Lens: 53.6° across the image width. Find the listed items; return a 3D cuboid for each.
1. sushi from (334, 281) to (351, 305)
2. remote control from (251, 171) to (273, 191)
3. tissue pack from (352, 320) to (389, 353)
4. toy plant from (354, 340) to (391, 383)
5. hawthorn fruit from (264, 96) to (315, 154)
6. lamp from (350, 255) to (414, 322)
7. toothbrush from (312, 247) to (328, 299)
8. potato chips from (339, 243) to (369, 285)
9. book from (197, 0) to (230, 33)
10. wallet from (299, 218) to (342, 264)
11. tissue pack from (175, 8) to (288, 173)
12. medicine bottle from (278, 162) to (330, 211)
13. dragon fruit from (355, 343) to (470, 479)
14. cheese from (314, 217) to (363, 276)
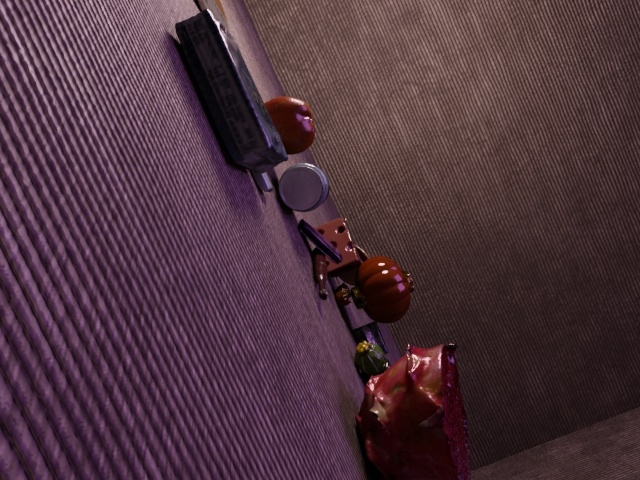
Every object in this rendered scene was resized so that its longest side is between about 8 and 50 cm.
[{"bbox_3d":[0.073,0.171,2.027,0.052,0.055,0.120,59,5,-7],"label":"sushi"},{"bbox_3d":[-0.157,-0.189,1.504,0.061,0.029,0.162,-43,109,-85],"label":"remote control"},{"bbox_3d":[0.162,0.327,2.058,0.079,0.085,0.110,44,24,-72],"label":"tissue pack"},{"bbox_3d":[0.152,0.359,1.827,0.162,0.093,0.092,60,8,-30],"label":"toy plant"},{"bbox_3d":[-0.106,-0.338,1.848,0.189,0.189,0.189,-24,90,-84],"label":"hawthorn fruit"},{"bbox_3d":[0.200,0.159,2.040,0.223,0.197,0.223,163,-90,-81],"label":"lamp"},{"bbox_3d":[0.000,0.089,1.769,0.364,0.041,0.040,-95,161,-73],"label":"toothbrush"},{"bbox_3d":[0.112,0.080,2.263,0.202,0.049,0.150,20,-65,49],"label":"potato chips"},{"bbox_3d":[-0.353,-0.762,1.986,0.269,0.032,0.388,60,9,-53],"label":"book"},{"bbox_3d":[0.001,-0.001,1.915,0.166,0.030,0.111,43,11,-12],"label":"wallet"},{"bbox_3d":[-0.185,-0.307,1.358,0.228,0.103,0.315,-15,81,-82],"label":"tissue pack"},{"bbox_3d":[-0.046,-0.151,1.807,0.225,0.139,0.139,-59,125,-83],"label":"medicine bottle"},{"bbox_3d":[0.207,0.415,1.397,0.386,0.249,0.370,47,35,-61],"label":"dragon fruit"},{"bbox_3d":[0.076,0.056,2.134,0.177,0.128,0.202,59,8,-49],"label":"cheese"}]
